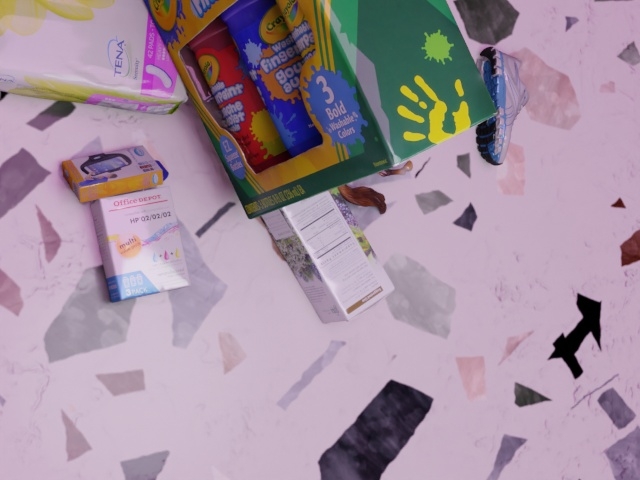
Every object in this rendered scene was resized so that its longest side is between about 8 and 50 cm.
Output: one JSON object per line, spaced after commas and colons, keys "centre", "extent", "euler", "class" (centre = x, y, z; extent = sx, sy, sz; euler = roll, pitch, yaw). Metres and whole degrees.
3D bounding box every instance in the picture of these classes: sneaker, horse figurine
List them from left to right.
{"centre": [0.035, -0.161, 1.859], "extent": [0.174, 0.066, 0.263], "euler": [-16, 88, -29], "class": "horse figurine"}
{"centre": [0.298, -0.212, 1.972], "extent": [0.083, 0.071, 0.191], "euler": [7, 82, -27], "class": "sneaker"}

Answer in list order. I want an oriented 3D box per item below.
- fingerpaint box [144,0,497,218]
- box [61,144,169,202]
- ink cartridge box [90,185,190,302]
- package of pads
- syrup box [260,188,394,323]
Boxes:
{"centre": [-0.031, -0.247, 1.530], "extent": [0.163, 0.445, 0.371], "euler": [-27, 96, -25], "class": "fingerpaint box"}
{"centre": [-0.281, -0.095, 1.713], "extent": [0.136, 0.081, 0.028], "euler": [-16, 127, -22], "class": "box"}
{"centre": [-0.255, -0.013, 1.724], "extent": [0.104, 0.061, 0.181], "euler": [-12, 89, -23], "class": "ink cartridge box"}
{"centre": [-0.322, -0.301, 1.708], "extent": [0.296, 0.101, 0.229], "euler": [8, 80, -21], "class": "package of pads"}
{"centre": [0.000, 0.000, 1.811], "extent": [0.096, 0.093, 0.237], "euler": [-34, 97, -22], "class": "syrup box"}
